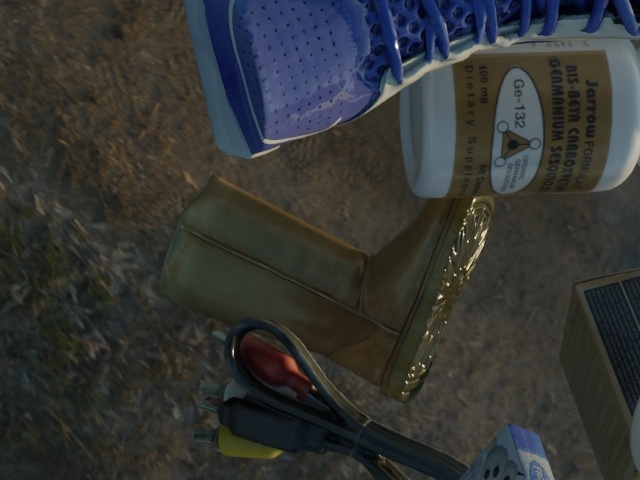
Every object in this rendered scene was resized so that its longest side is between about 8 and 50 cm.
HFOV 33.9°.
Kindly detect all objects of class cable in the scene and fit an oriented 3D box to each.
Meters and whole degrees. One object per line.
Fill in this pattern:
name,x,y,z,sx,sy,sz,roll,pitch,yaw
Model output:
cable,0.019,0.146,0.862,0.072,0.287,0.139,-23,126,-66

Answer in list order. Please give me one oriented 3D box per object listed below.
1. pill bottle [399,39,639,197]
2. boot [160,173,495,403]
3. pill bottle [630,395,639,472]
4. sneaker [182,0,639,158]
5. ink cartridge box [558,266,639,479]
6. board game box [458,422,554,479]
pill bottle,0.183,-0.101,0.814,0.229,0.131,0.131,-3,107,-4
boot,0.000,0.000,0.975,0.236,0.270,0.089,-67,159,6
pill bottle,0.270,0.128,0.570,0.184,0.103,0.103,31,90,-10
sneaker,0.090,-0.152,0.549,0.315,0.182,0.127,-34,122,-36
ink cartridge box,0.340,0.165,1.160,0.088,0.193,0.234,-15,153,2
board game box,0.069,0.138,0.433,0.020,0.090,0.090,23,119,-18
